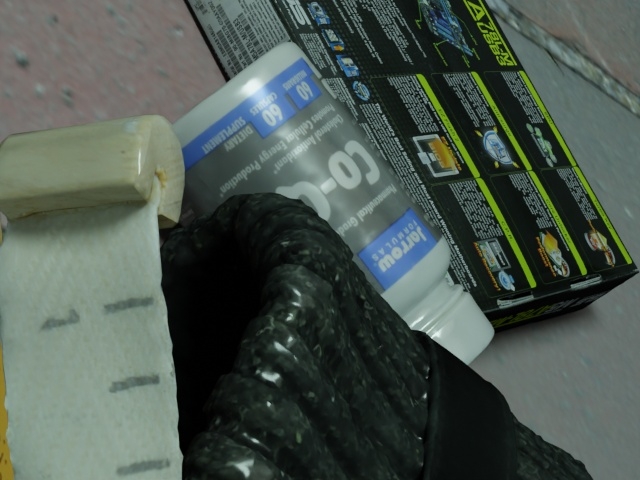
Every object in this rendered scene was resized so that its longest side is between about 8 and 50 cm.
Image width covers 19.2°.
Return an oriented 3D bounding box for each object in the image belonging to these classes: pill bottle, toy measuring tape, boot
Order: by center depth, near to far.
[{"bbox_3d":[-0.016,0.134,0.443,0.121,0.121,0.330,-14,98,-56],"label":"toy measuring tape"},{"bbox_3d":[0.040,0.169,0.567,0.260,0.131,0.348,38,26,-34],"label":"boot"},{"bbox_3d":[0.000,0.000,0.722,0.137,0.078,0.078,52,33,-4],"label":"pill bottle"}]

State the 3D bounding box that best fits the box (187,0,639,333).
[{"bbox_3d":[0.046,-0.047,0.857,0.184,0.045,0.191,-10,68,-57],"label":"box"}]

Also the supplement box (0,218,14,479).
[{"bbox_3d":[-0.130,0.051,0.510,0.080,0.078,0.233,22,44,-38],"label":"supplement box"}]
